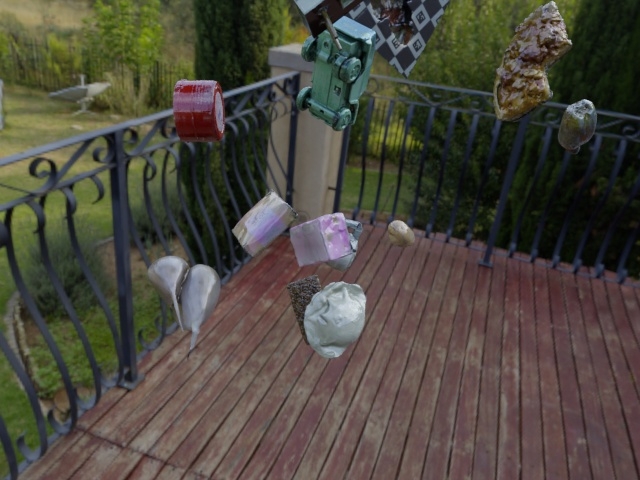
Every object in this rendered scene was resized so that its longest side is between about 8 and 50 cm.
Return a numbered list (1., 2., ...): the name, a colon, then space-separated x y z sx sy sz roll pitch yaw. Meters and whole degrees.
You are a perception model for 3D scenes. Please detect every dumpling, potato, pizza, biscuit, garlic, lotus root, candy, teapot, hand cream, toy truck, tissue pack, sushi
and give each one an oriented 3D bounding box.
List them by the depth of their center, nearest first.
1. pizza: 0.520 -0.443 1.317 0.086 0.305 0.161 11 15 -42
2. toy truck: 0.045 -0.429 1.381 0.155 0.278 0.156 35 53 19
3. lotus root: 0.766 -0.333 1.578 0.113 0.192 0.088 -36 55 -7
4. hand cream: -0.371 -0.398 1.628 0.126 0.193 0.193 0 26 2
5. dumpling: 0.044 0.251 1.697 0.193 0.258 0.147 22 -8 -12
6. sushi: 0.231 -0.759 1.718 0.339 0.320 0.069 30 -3 -34
7. garlic: -0.474 0.181 1.765 0.232 0.245 0.340 28 14 -26
8. biscuit: -0.031 0.242 1.810 0.131 0.230 0.025 -21 -5 24
9. candy: 0.000 0.000 1.839 0.116 0.155 0.265 -19 1 -27
10. tissue pack: -0.234 -0.069 2.215 0.123 0.256 0.215 44 0 -31
11. teapot: 0.069 0.017 2.265 0.178 0.221 0.163 22 42 -9
12. potato: 0.365 -0.027 2.390 0.112 0.147 0.112 -32 23 15

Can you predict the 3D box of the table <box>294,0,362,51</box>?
1. table: 0.081 -0.511 1.108 0.111 0.240 0.121 55 7 6
